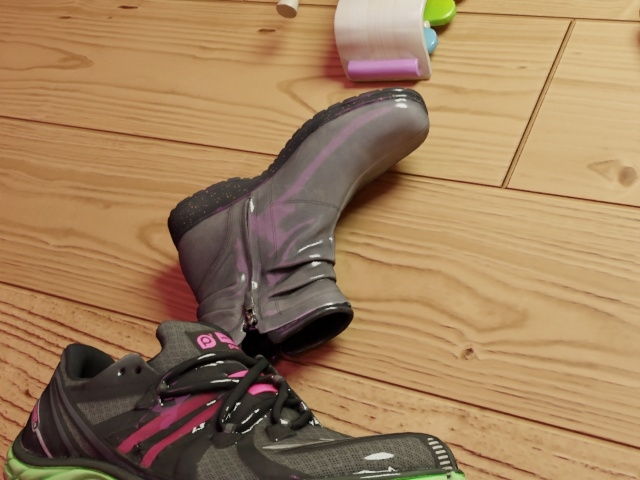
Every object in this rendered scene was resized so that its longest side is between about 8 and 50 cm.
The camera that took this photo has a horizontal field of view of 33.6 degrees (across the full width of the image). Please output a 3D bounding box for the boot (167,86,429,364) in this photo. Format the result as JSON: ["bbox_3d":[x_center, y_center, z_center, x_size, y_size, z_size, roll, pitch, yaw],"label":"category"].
[{"bbox_3d":[0.000,0.000,1.137,0.338,0.118,0.222,-33,51,15],"label":"boot"}]

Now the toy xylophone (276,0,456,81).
[{"bbox_3d":[0.088,-0.346,1.354,0.236,0.081,0.322,11,62,31],"label":"toy xylophone"}]

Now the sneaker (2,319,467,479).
[{"bbox_3d":[-0.098,0.170,0.960,0.483,0.185,0.202,2,72,32],"label":"sneaker"}]
